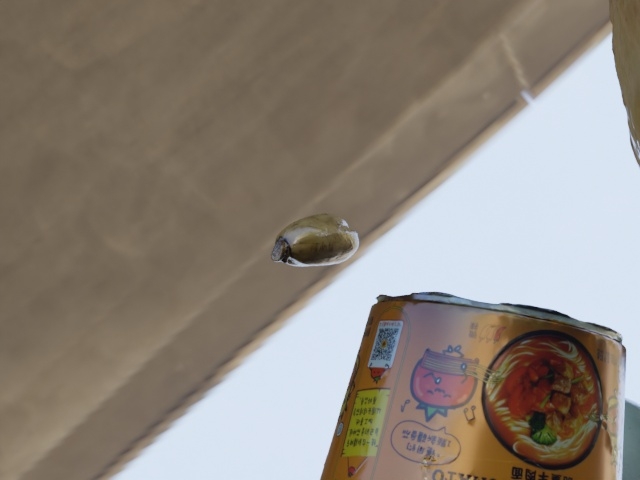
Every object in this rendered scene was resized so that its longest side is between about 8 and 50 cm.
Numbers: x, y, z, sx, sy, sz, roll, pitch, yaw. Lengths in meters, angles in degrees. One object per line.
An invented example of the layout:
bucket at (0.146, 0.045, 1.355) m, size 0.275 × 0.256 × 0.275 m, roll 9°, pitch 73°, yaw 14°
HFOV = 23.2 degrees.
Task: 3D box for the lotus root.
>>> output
lotus root at (0.000, 0.000, 1.853) m, size 0.072 × 0.063 × 0.152 m, roll -17°, pitch -5°, yaw 39°

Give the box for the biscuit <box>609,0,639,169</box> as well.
biscuit at (0.349, -0.056, 1.390) m, size 0.104 × 0.446 × 0.429 m, roll -20°, pitch 0°, yaw 6°

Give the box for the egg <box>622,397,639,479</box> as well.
egg at (0.248, 0.282, 1.404) m, size 0.230 × 0.230 × 0.371 m, roll -23°, pitch -44°, yaw -15°

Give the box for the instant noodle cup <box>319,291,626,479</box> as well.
instant noodle cup at (0.100, 0.132, 0.985) m, size 0.215 × 0.215 × 0.172 m, roll 20°, pitch -103°, yaw -46°
